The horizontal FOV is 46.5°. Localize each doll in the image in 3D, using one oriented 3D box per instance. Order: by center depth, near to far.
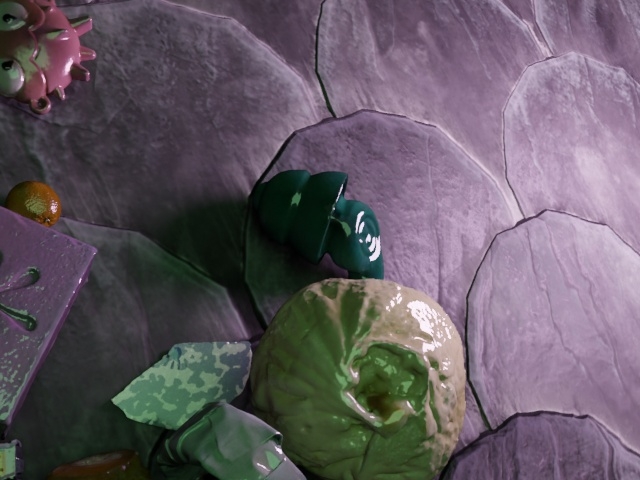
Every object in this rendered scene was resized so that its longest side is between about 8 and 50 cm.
[{"bbox_3d":[-0.471,-0.322,1.192,0.211,0.093,0.262,-2,75,-20],"label":"doll"}]

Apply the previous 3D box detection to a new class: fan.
[{"bbox_3d":[-0.206,0.224,1.165,0.240,0.009,0.131,-19,81,-30],"label":"fan"}]

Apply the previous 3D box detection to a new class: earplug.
[{"bbox_3d":[-0.001,0.002,1.293,0.280,0.257,0.164,27,23,3],"label":"earplug"}]

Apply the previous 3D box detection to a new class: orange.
[{"bbox_3d":[-0.431,-0.051,1.120,0.085,0.085,0.085,9,67,-23],"label":"orange"}]

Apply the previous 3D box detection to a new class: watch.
[{"bbox_3d":[-0.119,0.325,0.998,0.162,0.253,0.241,-45,131,-31],"label":"watch"}]

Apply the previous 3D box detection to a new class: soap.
[{"bbox_3d":[-0.499,0.084,1.004,0.296,0.107,0.285,23,58,-11],"label":"soap"}]

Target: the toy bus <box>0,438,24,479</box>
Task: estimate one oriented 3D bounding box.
[{"bbox_3d":[-0.425,0.396,0.950,0.106,0.092,0.268,-2,72,-16],"label":"toy bus"}]

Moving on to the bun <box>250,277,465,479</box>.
[{"bbox_3d":[0.077,0.227,1.136,0.349,0.227,0.352,-17,96,-17],"label":"bun"}]

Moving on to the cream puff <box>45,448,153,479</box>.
[{"bbox_3d":[-0.298,0.346,1.009,0.144,0.126,0.103,-11,92,-20],"label":"cream puff"}]
